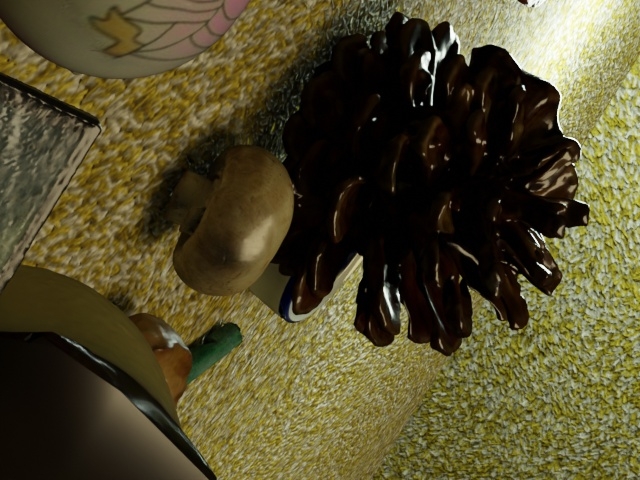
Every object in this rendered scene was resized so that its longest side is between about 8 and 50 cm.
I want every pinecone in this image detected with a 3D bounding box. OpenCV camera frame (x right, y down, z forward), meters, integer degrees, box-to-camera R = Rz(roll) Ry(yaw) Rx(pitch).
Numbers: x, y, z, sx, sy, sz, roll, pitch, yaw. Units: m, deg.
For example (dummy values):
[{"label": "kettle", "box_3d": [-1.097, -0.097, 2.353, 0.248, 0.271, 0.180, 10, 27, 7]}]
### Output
[{"label": "pinecone", "box_3d": [0.124, -0.047, 1.727, 0.398, 0.398, 0.397, -48, 165, -18]}]

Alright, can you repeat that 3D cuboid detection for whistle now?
[{"label": "whistle", "box_3d": [-0.171, 0.164, 1.958, 0.186, 0.039, 0.039, -37, 159, -45]}]

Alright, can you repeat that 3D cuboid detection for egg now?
[{"label": "egg", "box_3d": [-0.104, -0.230, 0.931, 0.271, 0.196, 0.196, -49, 166, 13]}]

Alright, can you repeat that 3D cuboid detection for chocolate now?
[{"label": "chocolate", "box_3d": [-0.268, 0.164, 1.176, 0.314, 0.297, 0.326, -41, 124, 7]}]

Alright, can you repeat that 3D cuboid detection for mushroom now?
[{"label": "mushroom", "box_3d": [-0.099, -0.025, 1.575, 0.166, 0.127, 0.166, -57, -172, 12]}]

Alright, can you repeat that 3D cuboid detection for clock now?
[{"label": "clock", "box_3d": [0.000, 0.000, 2.013, 0.230, 0.083, 0.230, -47, 162, -20]}]

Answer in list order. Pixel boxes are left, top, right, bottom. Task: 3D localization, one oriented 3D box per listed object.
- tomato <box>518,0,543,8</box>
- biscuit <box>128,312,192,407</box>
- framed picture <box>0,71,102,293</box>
[{"label": "tomato", "box_3d": [0.297, -0.415, 1.925, 0.225, 0.085, 0.225, -46, 161, -22]}, {"label": "biscuit", "box_3d": [-0.266, 0.200, 1.631, 0.296, 0.102, 0.296, -44, 161, -19]}, {"label": "framed picture", "box_3d": [-0.325, 0.019, 0.893, 0.265, 0.016, 0.347, 26, 105, -35]}]
